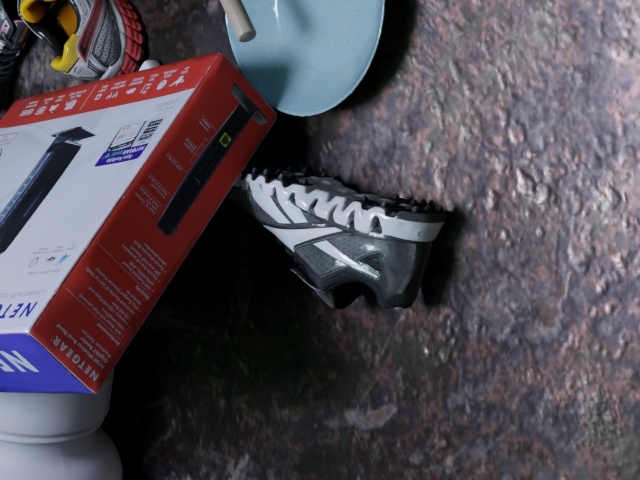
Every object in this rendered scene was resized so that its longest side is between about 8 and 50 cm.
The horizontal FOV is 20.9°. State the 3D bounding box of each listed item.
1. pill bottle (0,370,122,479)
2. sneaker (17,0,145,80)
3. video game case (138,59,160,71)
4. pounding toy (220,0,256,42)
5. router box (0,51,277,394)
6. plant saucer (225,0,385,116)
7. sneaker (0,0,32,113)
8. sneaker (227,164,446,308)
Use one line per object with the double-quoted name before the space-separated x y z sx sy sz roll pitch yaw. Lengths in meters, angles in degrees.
"pill bottle" -0.320 0.295 1.702 0.229 0.229 0.408 29 115 41
"sneaker" -0.248 -0.252 1.664 0.088 0.092 0.225 -47 60 39
"video game case" -0.157 -0.065 1.642 0.143 0.019 0.157 -52 59 37
"pounding toy" -0.043 -0.307 1.405 0.183 0.110 0.237 55 150 24
"router box" -0.232 -0.010 1.513 0.335 0.301 0.082 -5 135 49
"plant saucer" -0.004 -0.202 1.452 0.195 0.037 0.195 8 101 46
"sneaker" -0.329 -0.212 1.774 0.077 0.072 0.178 17 113 33
"sneaker" 0.000 0.000 1.441 0.234 0.078 0.106 18 105 42
